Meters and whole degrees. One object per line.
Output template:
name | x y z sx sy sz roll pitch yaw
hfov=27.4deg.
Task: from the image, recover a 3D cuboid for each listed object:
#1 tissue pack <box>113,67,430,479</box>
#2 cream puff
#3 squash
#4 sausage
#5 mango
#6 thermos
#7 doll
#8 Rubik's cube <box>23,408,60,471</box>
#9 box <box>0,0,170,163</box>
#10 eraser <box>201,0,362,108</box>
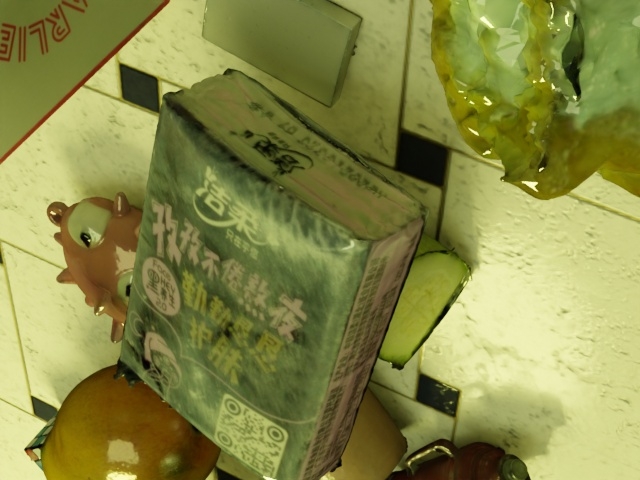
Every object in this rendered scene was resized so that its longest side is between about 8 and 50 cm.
tissue pack | -0.060 0.050 1.246 0.259 0.122 0.361 35 133 23
cream puff | 0.206 -0.204 0.893 0.274 0.270 0.323 -9 130 1
squash | 0.006 -0.009 1.302 0.287 0.137 0.137 39 141 8
sausage | -0.015 0.174 1.486 0.123 0.123 0.253 -17 116 46
mango | -0.251 0.263 1.703 0.211 0.173 0.317 17 151 -27
thermos | 0.148 0.281 1.481 0.124 0.099 0.232 46 142 -6
doll | -0.213 0.039 1.530 0.262 0.093 0.211 44 135 -2
Rubik's cube | -0.350 0.296 1.885 0.092 0.092 0.092 -22 112 46
box | -0.372 -0.275 1.170 0.300 0.314 0.312 15 139 30
eraser | -0.039 -0.197 1.224 0.150 0.023 0.104 30 140 11
